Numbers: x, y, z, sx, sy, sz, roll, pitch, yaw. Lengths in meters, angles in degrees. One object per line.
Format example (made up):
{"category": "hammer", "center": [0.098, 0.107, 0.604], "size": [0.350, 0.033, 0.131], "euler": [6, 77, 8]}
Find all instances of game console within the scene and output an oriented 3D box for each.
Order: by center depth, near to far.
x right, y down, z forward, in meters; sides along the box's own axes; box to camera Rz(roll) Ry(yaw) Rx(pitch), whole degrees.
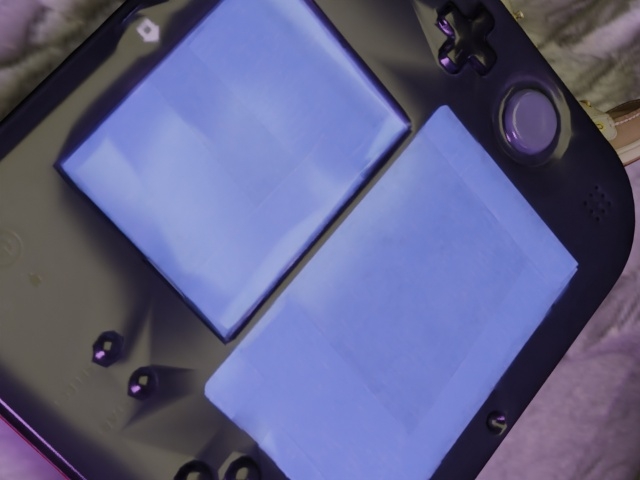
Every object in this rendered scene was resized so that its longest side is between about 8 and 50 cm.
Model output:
{"category": "game console", "center": [0.000, 0.000, 0.716], "size": [0.386, 0.060, 0.342], "euler": [-50, 115, -22]}

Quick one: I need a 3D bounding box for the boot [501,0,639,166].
{"category": "boot", "center": [0.149, -0.114, 0.899], "size": [0.213, 0.077, 0.165], "euler": [-23, 93, -34]}
